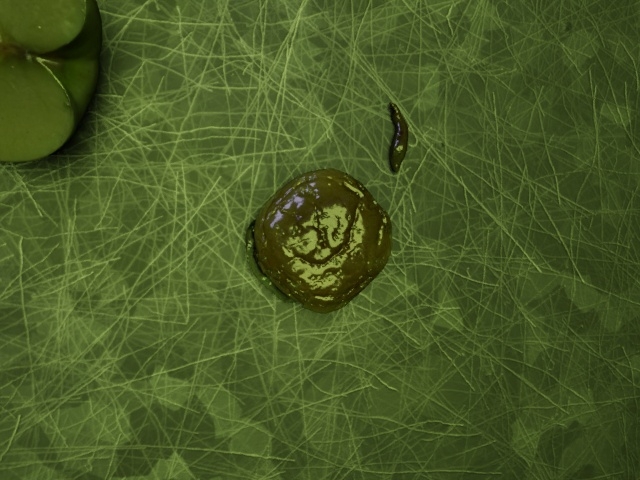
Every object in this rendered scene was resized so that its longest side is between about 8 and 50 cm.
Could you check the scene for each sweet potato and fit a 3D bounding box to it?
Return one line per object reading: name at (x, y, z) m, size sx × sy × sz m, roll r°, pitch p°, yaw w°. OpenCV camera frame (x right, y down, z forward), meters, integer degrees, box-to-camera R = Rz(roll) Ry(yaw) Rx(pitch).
sweet potato at (0.172, -0.224, 1.087) m, size 0.041 × 0.038 × 0.153 m, roll -1°, pitch 90°, yaw -34°

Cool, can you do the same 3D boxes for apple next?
apple at (-0.560, -0.335, 0.812) m, size 0.360 × 0.312 × 0.320 m, roll 15°, pitch 62°, yaw -7°

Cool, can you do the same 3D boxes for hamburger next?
hamburger at (0.001, 0.002, 1.009) m, size 0.265 × 0.134 × 0.285 m, roll 45°, pitch 81°, yaw -11°
